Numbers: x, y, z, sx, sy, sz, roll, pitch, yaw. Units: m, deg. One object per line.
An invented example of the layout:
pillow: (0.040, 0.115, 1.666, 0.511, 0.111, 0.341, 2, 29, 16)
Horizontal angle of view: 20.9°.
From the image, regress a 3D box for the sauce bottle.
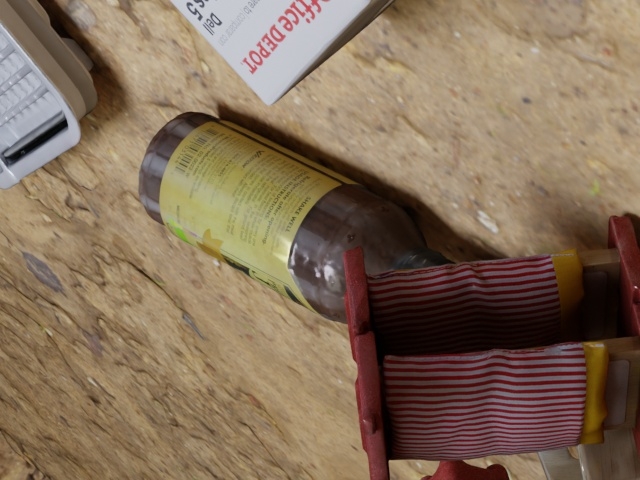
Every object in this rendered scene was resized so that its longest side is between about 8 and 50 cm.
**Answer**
sauce bottle: (0.000, 0.000, 1.388, 0.344, 0.111, 0.111, 28, 151, 37)

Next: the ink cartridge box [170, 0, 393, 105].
ink cartridge box: (-0.057, -0.243, 1.095, 0.273, 0.115, 0.198, 47, 156, -2)

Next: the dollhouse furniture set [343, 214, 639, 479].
dollhouse furniture set: (0.138, 0.160, 1.249, 0.374, 0.201, 0.152, 79, -176, -50)

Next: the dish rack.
dish rack: (-0.341, -0.197, 1.684, 0.285, 0.072, 0.333, 52, 156, -10)
